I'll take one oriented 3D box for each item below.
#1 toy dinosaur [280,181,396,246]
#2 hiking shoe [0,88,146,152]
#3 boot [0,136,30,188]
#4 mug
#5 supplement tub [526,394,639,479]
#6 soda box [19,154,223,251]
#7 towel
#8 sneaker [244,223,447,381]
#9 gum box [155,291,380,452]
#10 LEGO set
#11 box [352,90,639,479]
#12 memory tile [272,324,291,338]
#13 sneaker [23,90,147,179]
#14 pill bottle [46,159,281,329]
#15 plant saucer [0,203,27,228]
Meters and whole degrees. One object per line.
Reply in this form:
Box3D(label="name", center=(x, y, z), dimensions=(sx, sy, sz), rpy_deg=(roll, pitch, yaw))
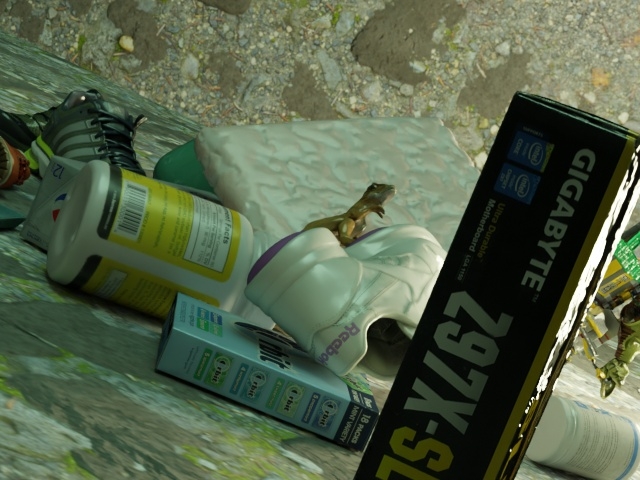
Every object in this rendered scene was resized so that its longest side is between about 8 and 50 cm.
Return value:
Box3D(label="toy dinosaur", center=(0.000, 0.000, 1.631), dimensions=(0.212, 0.064, 0.112), rpy_deg=(-18, 42, -38))
Box3D(label="hiking shoe", center=(-0.338, -0.154, 2.172), dimensions=(0.227, 0.114, 0.086), rpy_deg=(17, 9, -44))
Box3D(label="boot", center=(-0.355, -0.087, 1.853), dimensions=(0.085, 0.059, 0.158), rpy_deg=(25, 4, -31))
Box3D(label="mug", center=(-0.146, -0.054, 1.988), dimensions=(0.129, 0.097, 0.158), rpy_deg=(64, 1, 1))
Box3D(label="supplement tub", center=(0.260, 0.198, 1.631), dimensions=(0.107, 0.071, 0.071), rpy_deg=(20, 7, -30))
Box3D(label="soda box", center=(-0.174, -0.012, 1.712), dimensions=(0.098, 0.091, 0.286), rpy_deg=(27, 8, 29))
Box3D(label="towel", center=(0.062, -0.006, 1.737), dimensions=(0.317, 0.053, 0.331), rpy_deg=(-6, 46, -30))
Box3D(label="sneaker", center=(0.050, 0.067, 1.495), dimensions=(0.152, 0.114, 0.305), rpy_deg=(49, 24, 18))
Box3D(label="gum box", center=(-0.047, 0.110, 1.409), dimensions=(0.184, 0.041, 0.157), rpy_deg=(22, 7, -7))
Box3D(label="LEGO set", center=(0.362, 0.141, 1.952), dimensions=(0.331, 0.192, 0.255), rpy_deg=(52, 26, -5))
Box3D(label="box", center=(0.102, 0.075, 0.987), dimensions=(0.079, 0.322, 0.257), rpy_deg=(24, 6, 13))
Box3D(label="memory tile", center=(-0.033, 0.089, 1.739), dimensions=(0.113, 0.012, 0.148), rpy_deg=(20, 7, -27))
Box3D(label="sneaker", center=(-0.266, -0.104, 1.990), dimensions=(0.111, 0.121, 0.300), rpy_deg=(18, 9, -39))
Box3D(label="pill bottle", center=(-0.136, 0.014, 1.523), dimensions=(0.209, 0.119, 0.119), rpy_deg=(21, 7, -20))
Box3D(label="plant saucer", center=(-0.346, -0.027, 1.574), dimensions=(0.067, 0.018, 0.192), rpy_deg=(25, 8, 11))
